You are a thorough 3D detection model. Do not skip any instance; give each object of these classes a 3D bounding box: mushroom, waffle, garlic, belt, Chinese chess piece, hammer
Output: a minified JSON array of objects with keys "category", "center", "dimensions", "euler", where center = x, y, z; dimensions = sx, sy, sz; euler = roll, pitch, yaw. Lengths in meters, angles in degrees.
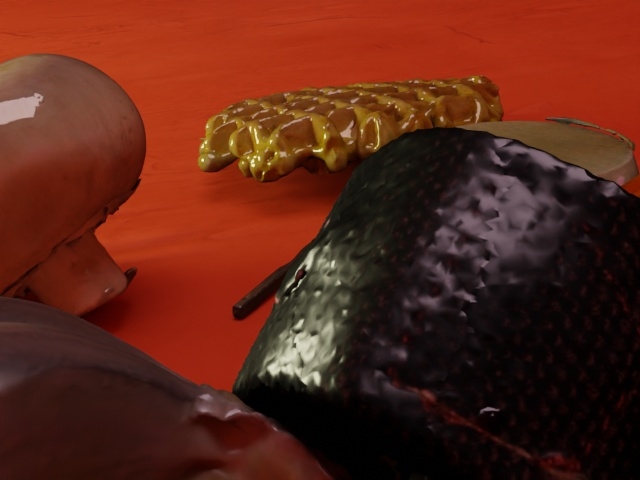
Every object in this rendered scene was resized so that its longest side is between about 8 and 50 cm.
[{"category":"mushroom","center":[-0.226,-0.025,1.029],"dimensions":[0.246,0.202,0.246],"euler":[-44,0,0]},{"category":"waffle","center":[0.030,-0.115,1.339],"dimensions":[0.329,0.062,0.329],"euler":[-5,12,1]},{"category":"garlic","center":[-0.123,0.140,0.523],"dimensions":[0.292,0.237,0.210],"euler":[-28,5,-15]},{"category":"belt","center":[0.069,0.048,0.584],"dimensions":[0.184,0.164,0.289],"euler":[29,-14,-4]},{"category":"Chinese chess piece","center":[0.172,-0.044,1.151],"dimensions":[0.188,0.083,0.188],"euler":[0,20,0]},{"category":"hammer","center":[0.000,0.000,1.141],"dimensions":[0.058,0.029,0.292],"euler":[5,24,27]}]

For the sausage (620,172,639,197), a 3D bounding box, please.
[{"category":"sausage","center":[0.289,-0.026,1.062],"dimensions":[0.093,0.093,0.312],"euler":[11,24,34]}]
